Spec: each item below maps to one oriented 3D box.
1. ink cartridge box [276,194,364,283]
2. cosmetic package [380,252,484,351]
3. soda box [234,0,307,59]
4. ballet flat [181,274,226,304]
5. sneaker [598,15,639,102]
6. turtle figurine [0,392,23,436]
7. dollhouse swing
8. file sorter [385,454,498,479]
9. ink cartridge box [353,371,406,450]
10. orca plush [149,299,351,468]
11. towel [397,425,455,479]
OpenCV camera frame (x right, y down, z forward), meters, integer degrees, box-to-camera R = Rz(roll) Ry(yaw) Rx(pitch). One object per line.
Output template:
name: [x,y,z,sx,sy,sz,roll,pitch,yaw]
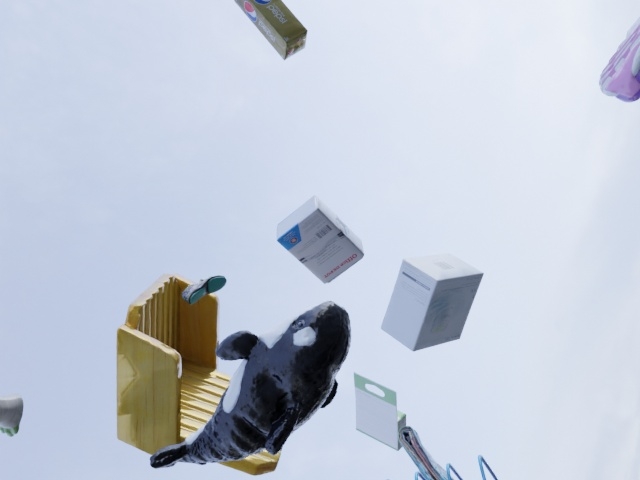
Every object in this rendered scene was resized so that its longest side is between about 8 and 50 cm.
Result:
ink cartridge box: [0.000,0.000,1.679,0.190,0.139,0.082,43,-160,-27]
cosmetic package: [0.317,0.171,1.846,0.224,0.138,0.225,-5,-61,-43]
soda box: [-0.104,-0.465,1.349,0.058,0.181,0.061,-36,-12,-17]
ballet flat: [-0.246,0.096,1.360,0.114,0.041,0.041,-30,-60,-50]
sneaker: [0.407,-0.219,0.760,0.236,0.104,0.095,-45,-8,-40]
turtle figurine: [-0.593,0.289,0.940,0.266,0.197,0.275,11,-119,-59]
dollhouse swing: [-0.212,0.260,1.347,0.347,0.304,0.316,-68,-17,-76]
file sorter: [0.137,0.337,0.772,0.118,0.170,0.105,55,-159,-43]
ink cartridge box: [0.186,0.525,2.046,0.056,0.171,0.235,-27,-56,-43]
orca plush: [-0.073,0.189,0.717,0.151,0.287,0.102,53,-168,-27]
towel: [0.304,0.531,1.246,0.040,0.271,0.370,-43,-76,-2]
